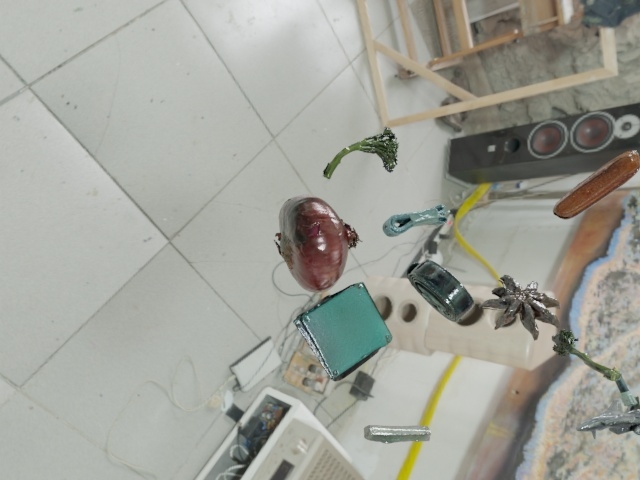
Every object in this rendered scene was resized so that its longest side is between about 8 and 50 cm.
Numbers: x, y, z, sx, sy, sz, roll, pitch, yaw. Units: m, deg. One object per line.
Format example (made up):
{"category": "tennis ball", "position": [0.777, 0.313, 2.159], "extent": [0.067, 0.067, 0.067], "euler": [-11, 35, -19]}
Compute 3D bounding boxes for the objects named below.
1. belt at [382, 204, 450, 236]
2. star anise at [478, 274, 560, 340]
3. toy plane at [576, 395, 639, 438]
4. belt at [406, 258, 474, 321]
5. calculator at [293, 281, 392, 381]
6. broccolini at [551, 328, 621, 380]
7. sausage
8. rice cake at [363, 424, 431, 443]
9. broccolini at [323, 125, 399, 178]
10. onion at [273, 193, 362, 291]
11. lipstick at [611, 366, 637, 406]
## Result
{"category": "belt", "position": [0.395, -0.078, 1.867], "extent": [0.302, 0.072, 0.087], "euler": [-13, 71, -21]}
{"category": "star anise", "position": [0.356, 0.111, 0.800], "extent": [0.141, 0.141, 0.042], "euler": [-42, 147, -33]}
{"category": "toy plane", "position": [0.962, 0.599, 1.495], "extent": [0.267, 0.212, 0.088], "euler": [-17, 91, -9]}
{"category": "belt", "position": [0.422, 0.168, 1.627], "extent": [0.116, 0.267, 0.206], "euler": [-41, 152, -9]}
{"category": "calculator", "position": [0.079, 0.294, 1.508], "extent": [0.274, 0.058, 0.248], "euler": [-31, 91, -21]}
{"category": "broccolini", "position": [0.625, 0.270, 1.071], "extent": [0.057, 0.254, 0.071], "euler": [-39, 96, 1]}
{"category": "sausage", "position": [0.991, -0.192, 1.640], "extent": [0.102, 0.330, 0.102], "euler": [27, 38, -23]}
{"category": "rice cake", "position": [0.228, 0.571, 1.354], "extent": [0.207, 0.047, 0.036], "euler": [4, 105, -11]}
{"category": "broccolini", "position": [0.119, -0.212, 1.250], "extent": [0.271, 0.062, 0.123], "euler": [-32, 91, -27]}
{"category": "onion", "position": [0.000, 0.000, 1.555], "extent": [0.286, 0.347, 0.347], "euler": [-10, 98, -18]}
{"category": "lipstick", "position": [0.916, 0.441, 1.389], "extent": [0.037, 0.037, 0.116], "euler": [22, 46, -39]}
